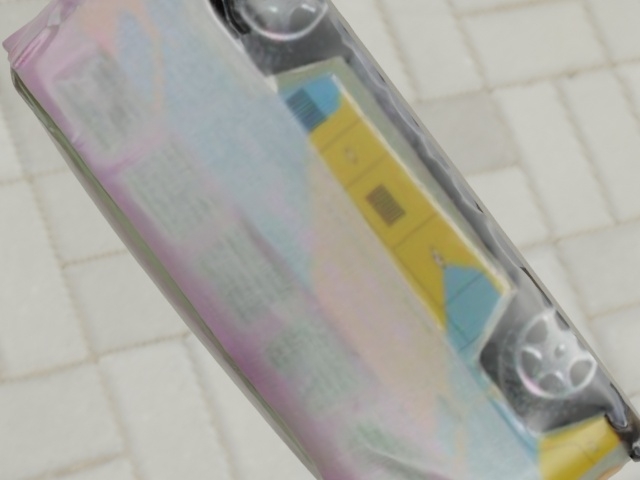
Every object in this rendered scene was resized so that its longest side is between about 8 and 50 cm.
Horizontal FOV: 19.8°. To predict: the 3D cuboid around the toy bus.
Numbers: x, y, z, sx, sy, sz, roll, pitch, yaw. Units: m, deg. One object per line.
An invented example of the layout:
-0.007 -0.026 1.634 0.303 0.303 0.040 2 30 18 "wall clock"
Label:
0.000 0.000 0.963 0.162 0.171 0.386 -37 98 5 "toy bus"
